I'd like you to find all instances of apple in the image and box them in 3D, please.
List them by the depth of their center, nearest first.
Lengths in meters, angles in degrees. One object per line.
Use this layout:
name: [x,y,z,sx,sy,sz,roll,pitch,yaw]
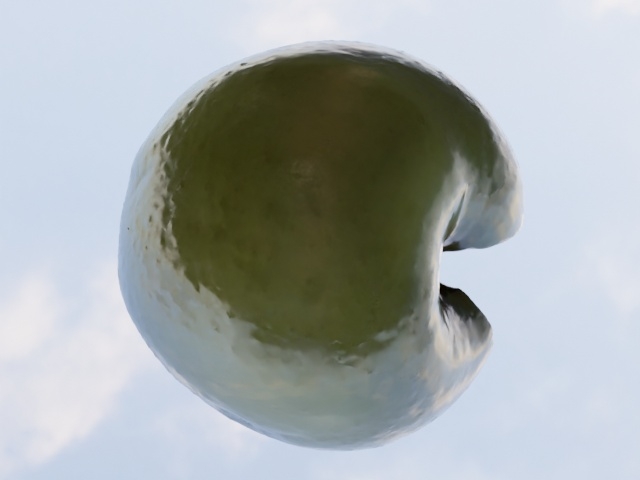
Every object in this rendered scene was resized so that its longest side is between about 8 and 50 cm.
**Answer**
apple: [0.000,0.000,1.339,0.254,0.292,0.292,13,-136,24]
